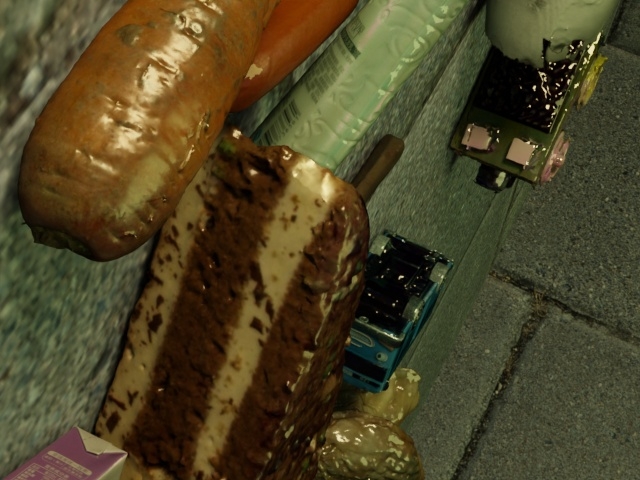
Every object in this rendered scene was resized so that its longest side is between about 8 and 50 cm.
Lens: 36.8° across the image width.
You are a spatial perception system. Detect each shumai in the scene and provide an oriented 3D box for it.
[{"bbox_3d":[0.040,0.227,1.122,0.209,0.161,0.152,37,45,-46],"label":"shumai"}]

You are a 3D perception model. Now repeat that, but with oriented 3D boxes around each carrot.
[{"bbox_3d":[-0.053,-0.076,0.369,0.060,0.060,0.186,81,34,-67],"label":"carrot"}]

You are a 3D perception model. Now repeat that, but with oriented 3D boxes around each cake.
[{"bbox_3d":[-0.058,0.075,0.499,0.135,0.112,0.246,-50,160,-40],"label":"cake"}]

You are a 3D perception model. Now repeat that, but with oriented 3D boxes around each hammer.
[{"bbox_3d":[-0.001,0.000,0.759,0.297,0.027,0.125,-51,165,-45],"label":"hammer"}]

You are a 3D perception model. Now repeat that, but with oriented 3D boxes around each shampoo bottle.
[{"bbox_3d":[0.022,-0.089,0.497,0.190,0.041,0.069,-48,-152,25],"label":"shampoo bottle"}]

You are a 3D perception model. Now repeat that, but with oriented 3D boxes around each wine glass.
[{"bbox_3d":[0.244,-0.317,0.900,0.143,0.143,0.321,-54,165,-38],"label":"wine glass"}]

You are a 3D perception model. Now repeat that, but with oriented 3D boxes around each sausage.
[{"bbox_3d":[-0.020,-0.104,0.468,0.131,0.041,0.039,-52,179,-44],"label":"sausage"}]

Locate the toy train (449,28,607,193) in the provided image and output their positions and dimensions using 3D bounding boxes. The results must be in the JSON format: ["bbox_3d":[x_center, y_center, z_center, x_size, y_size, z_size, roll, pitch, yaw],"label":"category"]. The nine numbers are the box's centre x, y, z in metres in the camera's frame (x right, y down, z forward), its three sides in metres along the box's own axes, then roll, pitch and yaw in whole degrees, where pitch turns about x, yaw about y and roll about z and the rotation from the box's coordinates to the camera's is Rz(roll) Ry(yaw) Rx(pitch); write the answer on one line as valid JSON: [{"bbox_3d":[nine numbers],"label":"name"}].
[{"bbox_3d":[0.277,-0.184,1.252,0.260,0.134,0.177,-66,166,4],"label":"toy train"}]

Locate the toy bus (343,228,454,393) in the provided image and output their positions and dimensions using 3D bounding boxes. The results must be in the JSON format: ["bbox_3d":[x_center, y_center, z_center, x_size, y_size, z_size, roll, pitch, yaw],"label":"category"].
[{"bbox_3d":[0.065,0.073,1.002,0.184,0.090,0.106,-45,158,-56],"label":"toy bus"}]

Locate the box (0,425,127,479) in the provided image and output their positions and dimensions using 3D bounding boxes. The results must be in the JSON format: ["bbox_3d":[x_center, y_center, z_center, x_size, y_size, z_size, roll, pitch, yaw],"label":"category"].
[{"bbox_3d":[-0.140,0.136,0.454,0.117,0.036,0.050,-37,150,-63],"label":"box"}]
